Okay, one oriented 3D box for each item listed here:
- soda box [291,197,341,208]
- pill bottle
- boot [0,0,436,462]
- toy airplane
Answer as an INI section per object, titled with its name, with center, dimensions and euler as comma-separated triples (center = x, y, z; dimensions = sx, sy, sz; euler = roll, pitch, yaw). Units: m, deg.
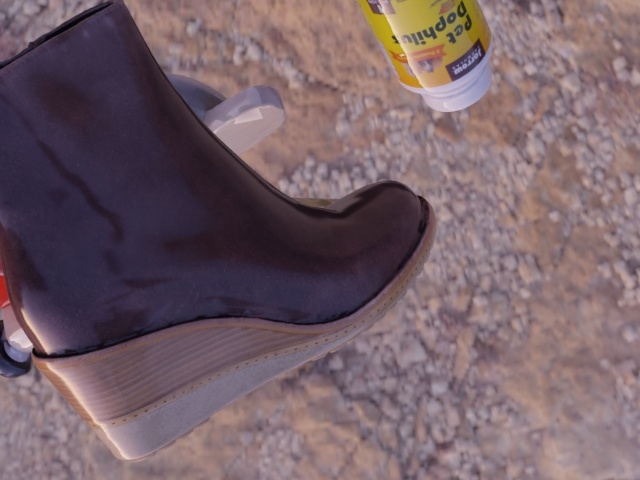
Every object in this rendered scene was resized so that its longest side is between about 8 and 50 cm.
[soda box]
center = 0.000, 0.000, 1.286
dimensions = 0.181, 0.058, 0.061
euler = 1, 115, -35
[pill bottle]
center = 0.113, -0.240, 1.529
dimensions = 0.117, 0.117, 0.215
euler = -23, 135, 10
[boot]
center = -0.056, -0.030, 0.727
dimensions = 0.248, 0.090, 0.207
euler = -34, 111, -32
[toy airplane]
center = -0.232, -0.046, 1.487
dimensions = 0.386, 0.384, 0.272
euler = -27, 87, -10
